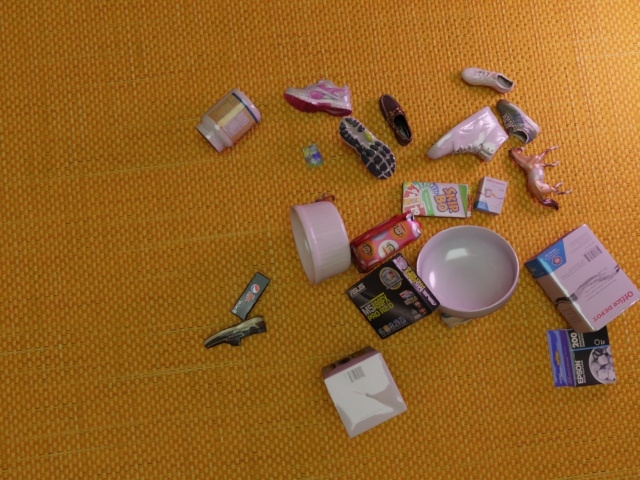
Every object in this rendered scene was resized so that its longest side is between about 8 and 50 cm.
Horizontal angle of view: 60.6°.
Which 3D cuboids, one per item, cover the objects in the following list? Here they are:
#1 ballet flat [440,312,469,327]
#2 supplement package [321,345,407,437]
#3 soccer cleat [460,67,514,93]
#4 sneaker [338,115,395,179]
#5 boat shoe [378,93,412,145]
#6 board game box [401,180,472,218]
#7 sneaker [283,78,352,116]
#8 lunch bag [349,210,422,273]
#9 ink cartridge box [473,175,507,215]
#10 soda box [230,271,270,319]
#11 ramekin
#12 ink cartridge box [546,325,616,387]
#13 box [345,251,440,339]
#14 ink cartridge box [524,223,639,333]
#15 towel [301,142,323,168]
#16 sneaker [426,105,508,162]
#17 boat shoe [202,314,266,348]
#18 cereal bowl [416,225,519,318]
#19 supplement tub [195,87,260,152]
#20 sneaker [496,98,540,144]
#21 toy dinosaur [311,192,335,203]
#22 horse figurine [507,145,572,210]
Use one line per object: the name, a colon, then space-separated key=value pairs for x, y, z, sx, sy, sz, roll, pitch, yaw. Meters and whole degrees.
ballet flat: x=0.540 y=0.232 z=1.935 sx=0.248 sy=0.086 sz=0.086 roll=-28 pitch=86 yaw=-3
supplement package: x=0.132 y=0.484 z=1.795 sx=0.199 sy=0.262 sz=0.198 roll=-25 pitch=85 yaw=-4
soccer cleat: x=0.616 y=-0.597 z=2.011 sx=0.196 sy=0.076 sz=0.068 roll=19 pitch=84 yaw=0
sneaker: x=0.170 y=-0.340 z=1.957 sx=0.107 sy=0.110 sz=0.275 roll=-38 pitch=105 yaw=12
boat shoe: x=0.279 y=-0.446 z=1.987 sx=0.073 sy=0.073 sz=0.207 roll=-28 pitch=85 yaw=-3
board game box: x=0.425 y=-0.146 z=1.984 sx=0.259 sy=0.039 sz=0.124 roll=3 pitch=85 yaw=-4
sneaker: x=-0.005 y=-0.525 z=1.978 sx=0.252 sy=0.103 sz=0.111 roll=9 pitch=80 yaw=-8
lunch bag: x=0.226 y=0.000 z=1.831 sx=0.258 sy=0.293 sz=0.120 roll=-29 pitch=85 yaw=-8
ink cartridge box: x=0.614 y=-0.162 z=1.981 sx=0.088 sy=0.052 sz=0.122 roll=15 pitch=83 yaw=0
soda box: x=-0.244 y=0.194 z=1.915 sx=0.060 sy=0.053 sz=0.169 roll=33 pitch=85 yaw=1
ramekin: x=0.000 y=0.000 z=1.839 sx=0.135 sy=0.277 sz=0.277 roll=-16 pitch=85 yaw=-11
ink cartridge box: x=0.923 y=0.410 z=1.940 sx=0.208 sy=0.045 sz=0.206 roll=-7 pitch=85 yaw=-1
box: x=0.236 y=0.193 z=1.838 sx=0.216 sy=0.270 sz=0.060 roll=52 pitch=46 yaw=2
ink cartridge box: x=0.907 y=0.136 z=1.905 sx=0.223 sy=0.129 sz=0.307 roll=-33 pitch=80 yaw=-9
towel: x=-0.029 y=-0.308 z=1.994 sx=0.060 sy=0.009 sz=0.083 roll=-22 pitch=85 yaw=-5
sneaker: x=0.538 y=-0.339 z=1.968 sx=0.292 sy=0.108 sz=0.169 roll=-34 pitch=83 yaw=-6
boat shoe: x=-0.292 y=0.330 z=1.888 sx=0.223 sy=0.080 sz=0.073 roll=-24 pitch=81 yaw=-9
cereal bowl: x=0.501 y=0.122 z=1.873 sx=0.339 sy=0.141 sz=0.339 roll=-8 pitch=55 yaw=12
supplement tub: x=-0.326 y=-0.419 z=1.927 sx=0.200 sy=0.144 sz=0.144 roll=-43 pitch=87 yaw=-5
sneaker: x=0.708 y=-0.428 z=2.002 sx=0.192 sy=0.064 sz=0.086 roll=39 pitch=80 yaw=-1
toy dinosaur: x=0.013 y=-0.136 z=1.952 sx=0.082 sy=0.090 sz=0.047 roll=-28 pitch=103 yaw=27
horse figurine: x=0.804 y=-0.233 z=1.988 sx=0.174 sy=0.066 sz=0.263 roll=-11 pitch=83 yaw=-9
